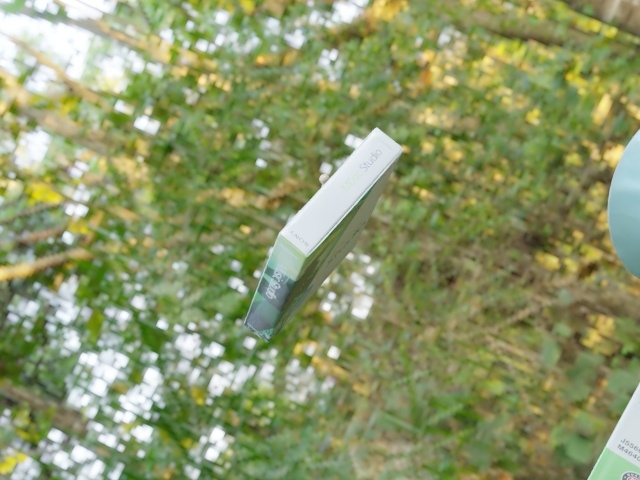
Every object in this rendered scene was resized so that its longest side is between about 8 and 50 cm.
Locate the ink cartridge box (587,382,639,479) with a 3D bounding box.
[{"bbox_3d":[0.433,0.189,1.391,0.115,0.198,0.273,-31,-35,-56],"label":"ink cartridge box"}]

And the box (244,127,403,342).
[{"bbox_3d":[0.000,0.000,1.923,0.232,0.058,0.322,-48,-9,-27],"label":"box"}]

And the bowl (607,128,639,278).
[{"bbox_3d":[0.633,-0.057,2.118,0.163,0.311,0.312,26,92,59],"label":"bowl"}]

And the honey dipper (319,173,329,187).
[{"bbox_3d":[0.008,-0.037,2.337,0.030,0.030,0.161,-17,-74,-76],"label":"honey dipper"}]
